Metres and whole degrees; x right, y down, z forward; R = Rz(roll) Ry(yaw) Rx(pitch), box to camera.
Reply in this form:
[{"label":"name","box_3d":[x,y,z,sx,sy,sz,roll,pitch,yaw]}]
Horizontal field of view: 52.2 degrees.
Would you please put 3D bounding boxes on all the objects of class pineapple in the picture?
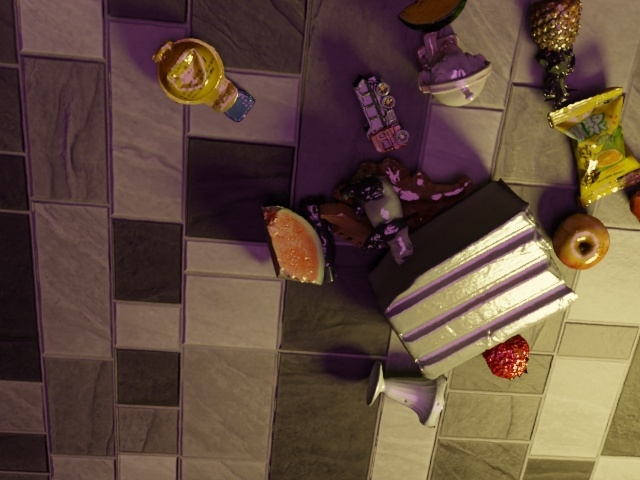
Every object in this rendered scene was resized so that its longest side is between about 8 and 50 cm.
[{"label":"pineapple","box_3d":[0.548,-0.436,1.506,0.125,0.125,0.252,-13,118,2]}]

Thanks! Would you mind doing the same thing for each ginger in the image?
[{"label":"ginger","box_3d":[0.200,-0.119,1.632,0.332,0.080,0.166,9,123,-9]}]

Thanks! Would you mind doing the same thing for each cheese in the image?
[{"label":"cheese","box_3d":[-0.269,-0.365,1.509,0.250,0.064,0.156,34,108,-26]}]

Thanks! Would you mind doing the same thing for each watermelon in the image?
[{"label":"watermelon","box_3d":[-0.087,0.011,1.654,0.128,0.146,0.231,-21,100,-26]},{"label":"watermelon","box_3d":[0.272,-0.525,1.464,0.181,0.075,0.092,-34,107,12]}]

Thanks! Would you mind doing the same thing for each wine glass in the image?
[{"label":"wine glass","box_3d":[0.236,0.422,1.820,0.196,0.165,0.165,12,112,-3]}]

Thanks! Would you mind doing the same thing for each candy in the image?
[{"label":"candy","box_3d":[0.683,-0.228,1.613,0.187,0.081,0.297,-25,123,7]}]

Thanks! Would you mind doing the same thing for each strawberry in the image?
[{"label":"strawberry","box_3d":[0.510,0.302,1.802,0.131,0.131,0.148,-27,111,8]}]

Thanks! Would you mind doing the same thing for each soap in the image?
[{"label":"soap","box_3d":[0.358,0.102,1.639,0.435,0.213,0.350,-33,123,10]}]

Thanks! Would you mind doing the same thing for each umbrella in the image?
[{"label":"umbrella","box_3d":[0.000,0.000,1.682,0.066,0.059,0.236,-2,117,23]}]

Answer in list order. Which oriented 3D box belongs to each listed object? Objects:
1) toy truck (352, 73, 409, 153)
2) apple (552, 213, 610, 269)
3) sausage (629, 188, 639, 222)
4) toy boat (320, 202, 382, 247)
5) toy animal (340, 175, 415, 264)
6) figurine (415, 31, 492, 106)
[{"label":"toy truck","box_3d":[0.137,-0.301,1.547,0.092,0.083,0.192,-24,111,6]},{"label":"apple","box_3d":[0.671,0.003,1.687,0.146,0.146,0.147,-1,113,-3]},{"label":"sausage","box_3d":[0.917,-0.011,1.709,0.097,0.094,0.348,-33,113,24]},{"label":"toy boat","box_3d":[0.076,-0.037,1.645,0.200,0.057,0.077,28,135,-33]},{"label":"toy animal","box_3d":[0.146,-0.046,1.553,0.121,0.094,0.225,-23,89,19]},{"label":"figurine","box_3d":[0.291,-0.378,1.447,0.162,0.237,0.141,-16,120,7]}]
